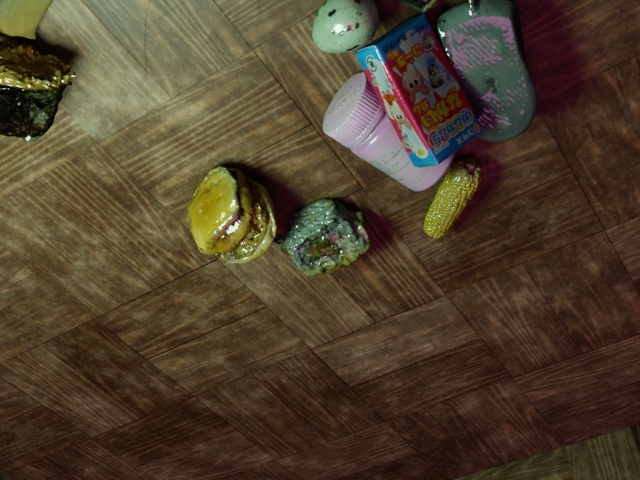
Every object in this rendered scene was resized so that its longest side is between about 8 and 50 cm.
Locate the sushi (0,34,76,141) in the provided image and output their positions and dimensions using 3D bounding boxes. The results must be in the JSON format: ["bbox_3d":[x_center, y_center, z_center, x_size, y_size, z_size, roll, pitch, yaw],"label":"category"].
[{"bbox_3d":[-0.758,-0.371,1.766,0.348,0.234,0.207,4,134,-35],"label":"sushi"}]

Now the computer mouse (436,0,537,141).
[{"bbox_3d":[0.384,-0.401,1.787,0.188,0.122,0.371,-9,129,19],"label":"computer mouse"}]

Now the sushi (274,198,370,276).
[{"bbox_3d":[0.000,0.000,2.156,0.274,0.139,0.184,-28,125,17],"label":"sushi"}]

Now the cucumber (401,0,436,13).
[{"bbox_3d":[0.154,-0.565,1.672,0.241,0.074,0.074,24,129,-17],"label":"cucumber"}]

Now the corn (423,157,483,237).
[{"bbox_3d":[0.349,-0.110,2.084,0.091,0.091,0.260,27,135,1],"label":"corn"}]

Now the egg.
[{"bbox_3d":[0.053,-0.476,1.720,0.131,0.131,0.164,31,140,-25],"label":"egg"}]

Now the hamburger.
[{"bbox_3d":[-0.233,-0.064,2.054,0.163,0.244,0.244,16,135,-42],"label":"hamburger"}]

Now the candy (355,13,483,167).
[{"bbox_3d":[0.225,-0.332,1.757,0.157,0.100,0.306,-36,107,-21],"label":"candy"}]

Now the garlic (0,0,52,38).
[{"bbox_3d":[-0.593,-0.577,1.655,0.338,0.151,0.196,-35,151,20],"label":"garlic"}]

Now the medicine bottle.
[{"bbox_3d":[0.167,-0.259,1.885,0.291,0.178,0.178,29,127,-23],"label":"medicine bottle"}]
